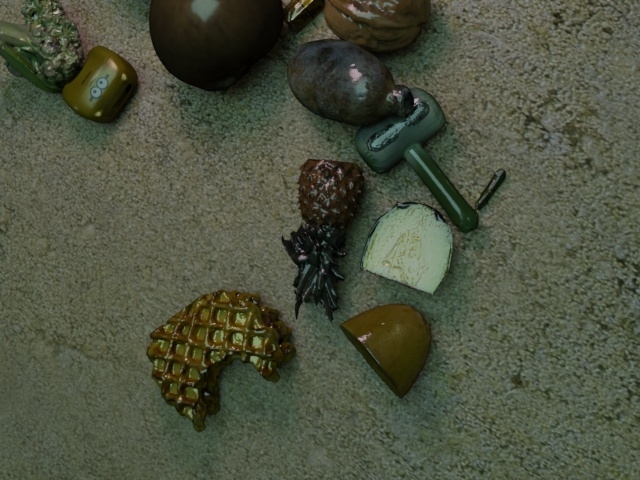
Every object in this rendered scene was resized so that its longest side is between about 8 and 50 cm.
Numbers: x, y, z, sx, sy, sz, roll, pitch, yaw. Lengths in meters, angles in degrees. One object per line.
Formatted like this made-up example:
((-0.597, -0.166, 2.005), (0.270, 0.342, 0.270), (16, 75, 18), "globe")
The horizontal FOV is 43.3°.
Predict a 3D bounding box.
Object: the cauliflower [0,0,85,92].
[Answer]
((-0.721, -0.482, 1.984), (0.239, 0.315, 0.256), (-51, 57, 25), "cauliflower")

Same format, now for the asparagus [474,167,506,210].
((0.370, -0.110, 1.769), (0.025, 0.021, 0.108), (36, 95, 20), "asparagus")

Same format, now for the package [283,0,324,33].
((-0.029, -0.553, 1.899), (0.131, 0.071, 0.047), (-40, 73, 10), "package")

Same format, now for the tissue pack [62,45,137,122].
((-0.539, -0.379, 1.998), (0.127, 0.123, 0.178), (39, 95, 15), "tissue pack")

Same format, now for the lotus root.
((0.051, -0.344, 1.758), (0.349, 0.175, 0.175), (29, 93, 42), "lotus root")

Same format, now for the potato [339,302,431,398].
((0.163, 0.216, 1.734), (0.158, 0.178, 0.203), (-36, 51, -6), "potato")

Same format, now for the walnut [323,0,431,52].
((0.120, -0.518, 1.795), (0.245, 0.198, 0.198), (21, 91, 7), "walnut")

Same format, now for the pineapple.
((-0.003, -0.001, 1.799), (0.166, 0.165, 0.364), (12, 90, 16), "pineapple")

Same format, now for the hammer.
((0.238, -0.158, 1.774), (0.206, 0.119, 0.335), (-37, 83, 10), "hammer")

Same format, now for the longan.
((-0.241, -0.501, 1.835), (0.319, 0.319, 0.319), (-2, 84, 16), "longan")

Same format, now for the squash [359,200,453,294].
((0.204, 0.012, 1.772), (0.192, 0.085, 0.184), (21, 87, 16), "squash")

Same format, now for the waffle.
((-0.232, 0.257, 1.843), (0.324, 0.151, 0.261), (-34, 80, 9), "waffle")
